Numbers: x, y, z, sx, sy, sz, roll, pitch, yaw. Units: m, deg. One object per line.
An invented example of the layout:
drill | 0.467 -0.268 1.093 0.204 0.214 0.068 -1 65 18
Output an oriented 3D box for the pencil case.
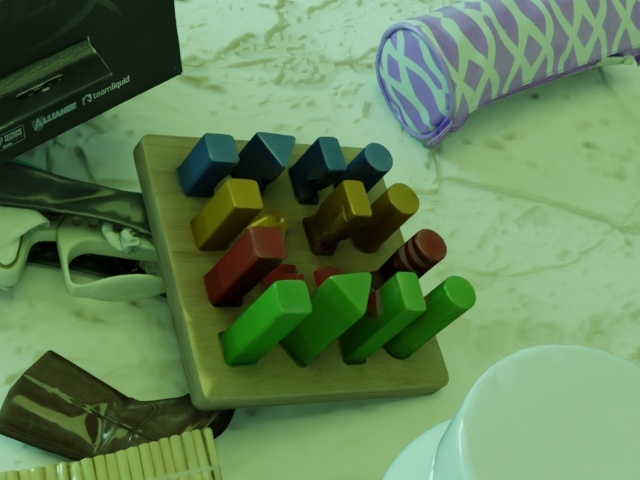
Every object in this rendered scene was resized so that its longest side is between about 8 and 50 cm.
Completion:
pencil case | 0.138 -0.135 0.878 0.206 0.086 0.088 -22 83 -26

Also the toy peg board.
toy peg board | 0.000 0.000 0.693 0.161 0.079 0.160 1 61 -34

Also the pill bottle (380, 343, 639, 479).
pill bottle | 0.076 0.148 0.539 0.131 0.229 0.131 7 51 -8

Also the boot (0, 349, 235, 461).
boot | -0.106 0.080 0.680 0.114 0.037 0.106 22 48 11

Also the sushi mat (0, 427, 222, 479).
sushi mat | -0.088 0.228 0.530 0.151 0.019 0.316 -6 53 -15

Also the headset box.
headset box | -0.237 -0.136 0.717 0.293 0.110 0.218 30 49 35

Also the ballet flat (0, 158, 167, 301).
ballet flat | -0.149 -0.003 0.713 0.203 0.074 0.074 11 51 -7
